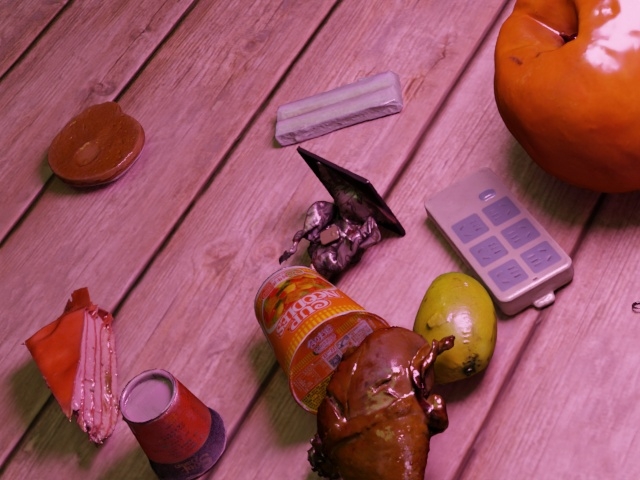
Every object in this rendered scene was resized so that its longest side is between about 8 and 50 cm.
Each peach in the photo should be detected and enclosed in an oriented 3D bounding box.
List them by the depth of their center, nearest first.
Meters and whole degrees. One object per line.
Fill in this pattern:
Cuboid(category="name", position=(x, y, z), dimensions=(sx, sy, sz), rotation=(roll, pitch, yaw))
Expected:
Cuboid(category="peach", position=(0.417, -0.227, 1.516), dimensions=(0.343, 0.302, 0.342), rotation=(-33, 43, 37))

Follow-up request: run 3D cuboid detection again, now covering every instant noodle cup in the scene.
Cuboid(category="instant noodle cup", position=(-0.212, 0.250, 1.518), dimensions=(0.127, 0.135, 0.127), rotation=(-13, 48, 14))
Cuboid(category="instant noodle cup", position=(-0.006, 0.126, 1.522), dimensions=(0.168, 0.168, 0.185), rotation=(-35, 37, -6))

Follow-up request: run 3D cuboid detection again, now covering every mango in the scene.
Cuboid(category="mango", position=(0.179, 0.111, 1.481), dimensions=(0.119, 0.100, 0.178), rotation=(-14, 41, 17))

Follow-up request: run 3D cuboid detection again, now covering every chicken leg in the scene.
Cuboid(category="chicken leg", position=(0.063, 0.283, 1.366), dimensions=(0.211, 0.140, 0.361), rotation=(-18, 58, 50))

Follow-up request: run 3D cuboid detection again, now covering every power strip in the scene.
Cuboid(category="power strip", position=(0.253, -0.005, 1.579), dimensions=(0.118, 0.046, 0.270), rotation=(-31, 46, -2))

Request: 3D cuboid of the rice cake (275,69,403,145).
Cuboid(category="rice cake", position=(0.030, -0.226, 1.867), dimensions=(0.226, 0.040, 0.085), rotation=(-16, 48, 12))

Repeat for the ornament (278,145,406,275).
Cuboid(category="ornament", position=(0.000, 0.000, 1.637), dimensions=(0.166, 0.153, 0.196), rotation=(28, 77, 39))

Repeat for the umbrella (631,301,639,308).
Cuboid(category="umbrella", position=(0.468, 0.086, 1.428), dimensions=(0.122, 0.013, 0.022), rotation=(-3, 30, 24))

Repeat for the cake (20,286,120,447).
Cuboid(category="cake", position=(-0.376, 0.204, 1.663), dimensions=(0.135, 0.098, 0.287), rotation=(-24, 42, 3))

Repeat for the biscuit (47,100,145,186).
Cuboid(category="biscuit", position=(-0.409, -0.167, 2.013), dimensions=(0.181, 0.049, 0.208), rotation=(-43, 48, -14))
